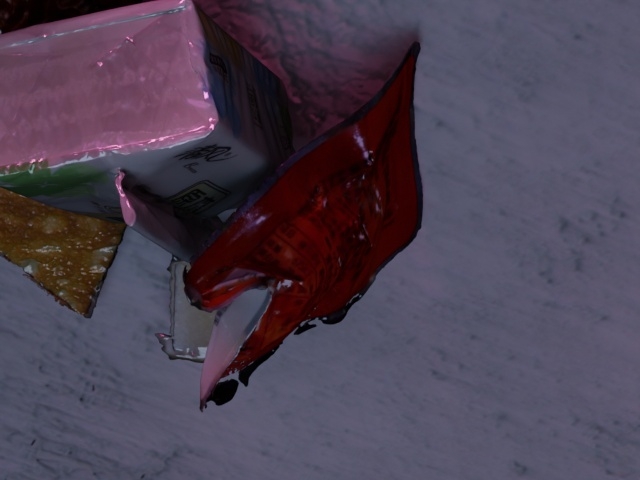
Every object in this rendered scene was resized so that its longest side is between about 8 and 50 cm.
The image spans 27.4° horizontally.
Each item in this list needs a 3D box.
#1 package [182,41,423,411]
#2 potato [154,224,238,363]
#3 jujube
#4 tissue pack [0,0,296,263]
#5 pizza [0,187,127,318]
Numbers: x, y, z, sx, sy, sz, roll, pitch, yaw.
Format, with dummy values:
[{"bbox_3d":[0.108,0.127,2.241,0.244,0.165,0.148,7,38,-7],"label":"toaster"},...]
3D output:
[{"bbox_3d":[0.000,0.000,0.922,0.071,0.269,0.194,37,144,24],"label":"package"},{"bbox_3d":[-0.090,0.044,1.080,0.086,0.061,0.122,7,131,-1],"label":"potato"},{"bbox_3d":[-0.186,-0.171,0.895,0.166,0.104,0.104,-21,125,37],"label":"jujube"},{"bbox_3d":[-0.113,-0.054,0.875,0.159,0.145,0.229,-11,172,10],"label":"tissue pack"},{"bbox_3d":[-0.202,-0.011,1.062,0.185,0.036,0.176,-15,128,14],"label":"pizza"}]
